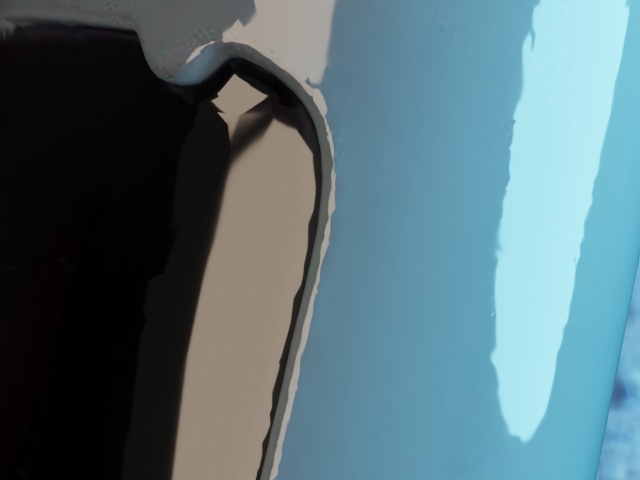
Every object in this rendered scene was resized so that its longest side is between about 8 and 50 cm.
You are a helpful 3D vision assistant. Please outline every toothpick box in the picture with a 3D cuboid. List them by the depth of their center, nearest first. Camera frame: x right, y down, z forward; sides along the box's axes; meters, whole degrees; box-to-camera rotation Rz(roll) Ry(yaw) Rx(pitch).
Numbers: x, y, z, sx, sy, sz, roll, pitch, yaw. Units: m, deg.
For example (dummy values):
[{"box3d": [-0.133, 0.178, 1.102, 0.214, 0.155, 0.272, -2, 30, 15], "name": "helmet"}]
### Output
[{"box3d": [0.000, 0.000, 0.479, 0.263, 0.263, 0.355, 12, 91, 10], "name": "toothpick box"}]
